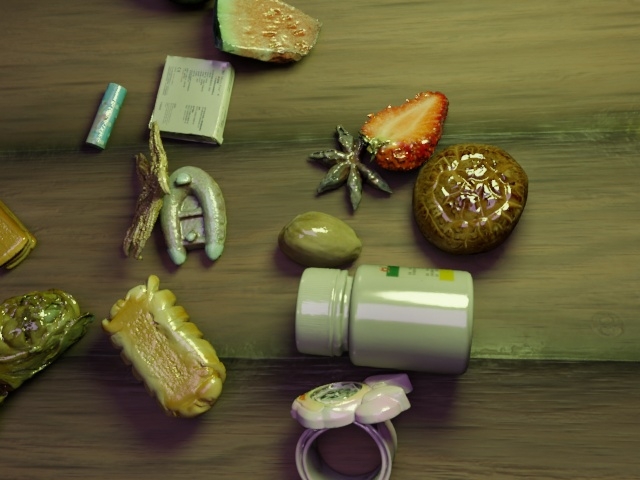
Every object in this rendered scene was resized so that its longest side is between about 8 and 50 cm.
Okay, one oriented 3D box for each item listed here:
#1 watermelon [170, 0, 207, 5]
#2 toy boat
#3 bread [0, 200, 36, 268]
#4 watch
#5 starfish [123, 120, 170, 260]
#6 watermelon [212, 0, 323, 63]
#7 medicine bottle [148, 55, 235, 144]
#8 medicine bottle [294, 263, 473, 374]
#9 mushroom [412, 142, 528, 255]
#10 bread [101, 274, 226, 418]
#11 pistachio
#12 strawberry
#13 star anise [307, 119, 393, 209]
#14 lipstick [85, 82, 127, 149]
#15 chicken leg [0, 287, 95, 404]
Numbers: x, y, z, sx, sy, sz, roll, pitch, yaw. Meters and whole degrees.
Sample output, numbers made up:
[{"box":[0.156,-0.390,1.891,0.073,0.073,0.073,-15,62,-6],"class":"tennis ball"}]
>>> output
[{"box":[-0.318,-0.666,1.567,0.212,0.212,0.212,-1,78,7],"class":"watermelon"},{"box":[-0.295,-0.062,1.497,0.155,0.085,0.227,-8,77,6],"class":"toy boat"},{"box":[-0.772,-0.023,1.552,0.200,0.077,0.116,42,87,15],"class":"bread"},{"box":[0.076,0.396,1.320,0.248,0.211,0.217,-10,95,13],"class":"watch"},{"box":[-0.382,-0.117,1.480,0.060,0.299,0.302,10,56,-26],"class":"starfish"},{"box":[-0.127,-0.494,1.552,0.257,0.140,0.193,8,79,-11],"class":"watermelon"},{"box":[-0.305,-0.337,1.573,0.171,0.052,0.201,7,78,9],"class":"medicine bottle"},{"box":[0.129,0.154,1.334,0.340,0.208,0.208,4,79,8],"class":"medicine bottle"},{"box":[0.315,-0.093,1.399,0.253,0.153,0.253,-5,72,15],"class":"mushroom"},{"box":[-0.329,0.239,1.417,0.173,0.121,0.311,-39,76,1],"class":"bread"},{"box":[0.000,0.000,1.438,0.185,0.108,0.126,6,102,1],"class":"pistachio"},{"box":[0.197,-0.224,1.459,0.236,0.107,0.175,-20,47,-13],"class":"strawberry"},{"box":[0.062,-0.169,1.486,0.172,0.063,0.208,-13,76,5],"class":"star anise"},{"box":[-0.518,-0.300,1.594,0.048,0.048,0.158,17,81,10],"class":"lipstick"},{"box":[-0.687,0.288,1.445,0.153,0.201,0.429,32,89,41],"class":"chicken leg"}]
